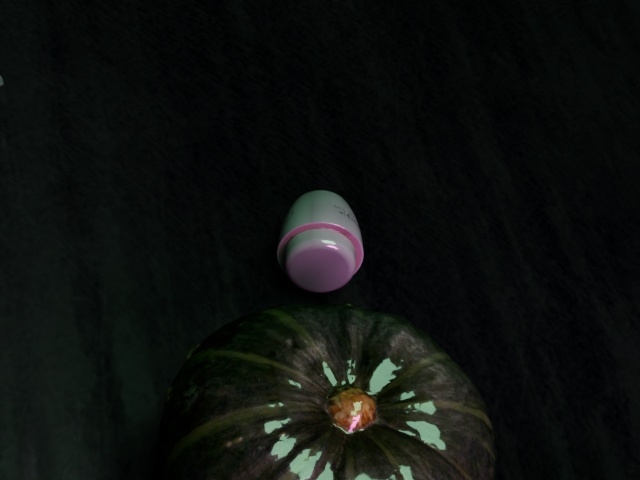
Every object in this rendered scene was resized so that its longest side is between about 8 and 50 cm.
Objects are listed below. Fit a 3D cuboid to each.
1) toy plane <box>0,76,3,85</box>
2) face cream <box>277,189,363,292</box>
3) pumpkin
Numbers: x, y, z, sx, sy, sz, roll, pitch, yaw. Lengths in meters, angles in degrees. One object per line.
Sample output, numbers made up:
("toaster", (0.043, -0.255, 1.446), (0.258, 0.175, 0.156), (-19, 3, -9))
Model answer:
("toy plane", (-0.452, -0.237, 1.293), (0.212, 0.088, 0.267), (-9, 60, -37))
("face cream", (0.000, 0.000, 1.369), (0.091, 0.091, 0.095), (20, 39, -16))
("pumpkin", (0.003, 0.193, 1.132), (0.300, 0.207, 0.300), (7, 55, -10))
